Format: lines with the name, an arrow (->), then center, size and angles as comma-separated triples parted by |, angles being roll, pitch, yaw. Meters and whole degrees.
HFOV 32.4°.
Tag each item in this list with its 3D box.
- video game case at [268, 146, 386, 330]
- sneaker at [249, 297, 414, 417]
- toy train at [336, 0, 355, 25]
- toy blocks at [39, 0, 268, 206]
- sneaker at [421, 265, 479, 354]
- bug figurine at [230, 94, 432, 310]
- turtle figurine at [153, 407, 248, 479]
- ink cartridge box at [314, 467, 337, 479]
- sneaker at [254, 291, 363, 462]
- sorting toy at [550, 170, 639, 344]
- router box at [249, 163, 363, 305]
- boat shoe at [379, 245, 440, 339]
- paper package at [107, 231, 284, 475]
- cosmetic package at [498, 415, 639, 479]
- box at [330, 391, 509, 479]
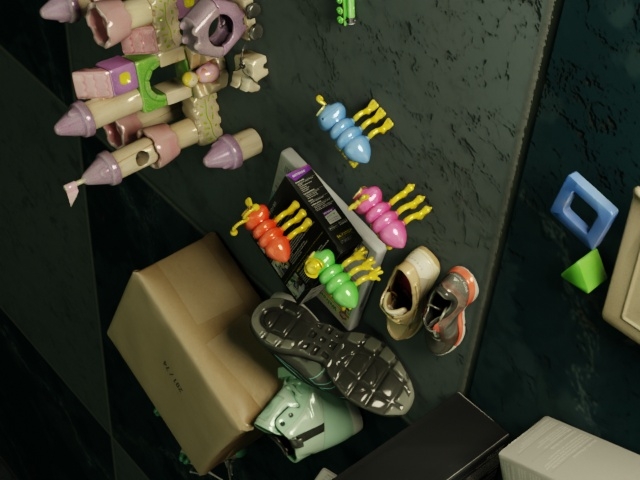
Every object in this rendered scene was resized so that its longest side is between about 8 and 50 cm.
video game case -> 0.000, 0.000, 1.579 | 0.212, 0.023, 0.193 | 46, 146, 22
sneaker -> 0.020, 0.175, 1.609 | 0.267, 0.101, 0.106 | 32, 158, 17
toy train -> 0.031, -0.293, 1.305 | 0.023, 0.017, 0.083 | 22, 132, 33
toy blocks -> -0.264, -0.214, 1.570 | 0.309, 0.260, 0.289 | 29, 136, 42
sneaker -> 0.147, 0.095, 1.394 | 0.061, 0.065, 0.158 | 43, 145, 28
bug figurine -> 0.011, -0.036, 1.395 | 0.216, 0.072, 0.279 | 49, 125, 15
turtle figurine -> -0.206, 0.373, 2.104 | 0.234, 0.118, 0.175 | 36, -178, 38
ink cartridge box -> 0.140, 0.499, 1.732 | 0.296, 0.066, 0.261 | 21, 156, 48
sneaker -> -0.049, 0.214, 1.698 | 0.256, 0.151, 0.094 | 63, 151, 0
sorting toy -> 0.367, 0.056, 1.057 | 0.347, 0.047, 0.196 | 38, 147, 35
router box -> -0.024, -0.005, 1.540 | 0.133, 0.046, 0.179 | 55, 148, 11
boat shoe -> 0.106, 0.077, 1.446 | 0.063, 0.059, 0.170 | 44, 145, 28
paper package -> -0.197, 0.201, 1.895 | 0.325, 0.168, 0.309 | 54, 148, 11
cosmetic package -> 0.328, 0.310, 1.265 | 0.238, 0.107, 0.127 | 18, 129, 46
box -> 0.113, 0.346, 1.453 | 0.103, 0.261, 0.184 | 38, 142, 34
